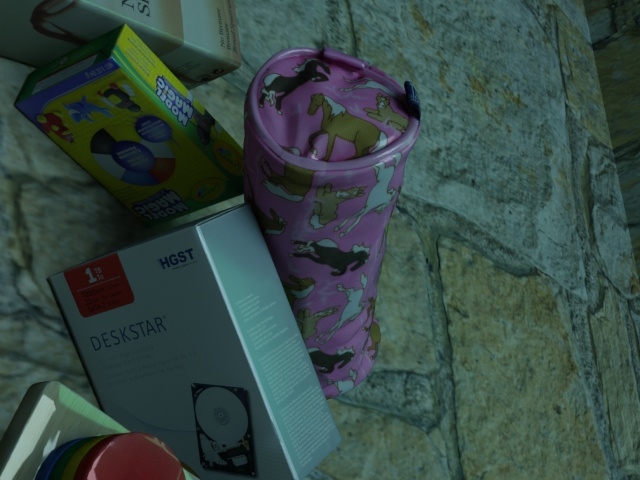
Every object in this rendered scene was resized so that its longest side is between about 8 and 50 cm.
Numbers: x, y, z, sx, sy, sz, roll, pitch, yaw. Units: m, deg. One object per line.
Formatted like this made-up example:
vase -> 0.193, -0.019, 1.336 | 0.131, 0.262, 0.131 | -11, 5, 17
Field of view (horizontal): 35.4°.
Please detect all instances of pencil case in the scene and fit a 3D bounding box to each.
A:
pencil case -> 0.000, 0.000, 0.984 | 0.160, 0.167, 0.386 | 54, -26, 34

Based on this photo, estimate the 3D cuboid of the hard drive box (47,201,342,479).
hard drive box -> -0.111, 0.106, 0.890 | 0.089, 0.181, 0.232 | -29, 99, -58

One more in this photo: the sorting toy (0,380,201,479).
sorting toy -> -0.134, 0.266, 0.692 | 0.255, 0.089, 0.257 | 44, 49, -31

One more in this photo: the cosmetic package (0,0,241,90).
cosmetic package -> -0.219, -0.245, 0.948 | 0.296, 0.129, 0.153 | 7, 70, -57

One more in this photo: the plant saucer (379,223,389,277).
plant saucer -> 0.037, -0.034, 1.340 | 0.188, 0.045, 0.188 | 49, 38, -34

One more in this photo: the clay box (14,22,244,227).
clay box -> -0.164, -0.092, 0.959 | 0.222, 0.127, 0.053 | 47, 39, -35
